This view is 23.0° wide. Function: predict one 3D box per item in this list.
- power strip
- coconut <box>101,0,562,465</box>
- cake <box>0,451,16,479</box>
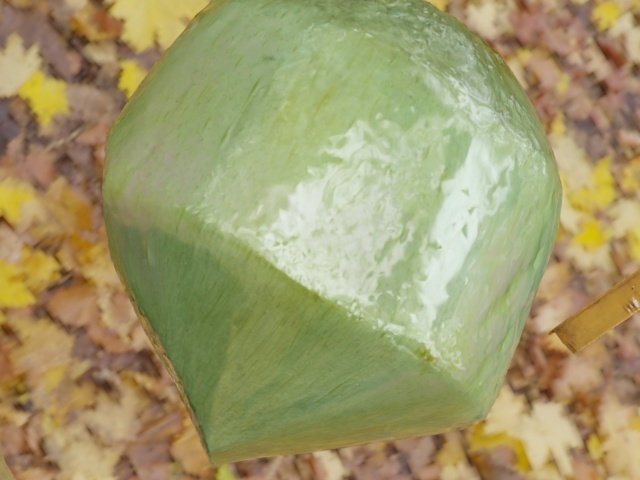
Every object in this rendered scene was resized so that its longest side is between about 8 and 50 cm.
[{"bbox_3d":[0.261,0.034,1.252,0.028,0.178,0.049,55,13,8],"label":"power strip"},{"bbox_3d":[0.000,0.000,1.029,0.328,0.281,0.328,-18,115,-46],"label":"coconut"},{"bbox_3d":[-0.316,0.267,0.967,0.332,0.321,0.332,-3,103,-13],"label":"cake"}]
